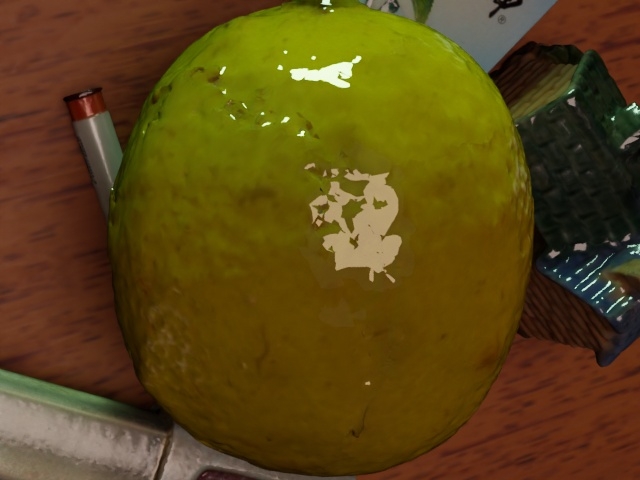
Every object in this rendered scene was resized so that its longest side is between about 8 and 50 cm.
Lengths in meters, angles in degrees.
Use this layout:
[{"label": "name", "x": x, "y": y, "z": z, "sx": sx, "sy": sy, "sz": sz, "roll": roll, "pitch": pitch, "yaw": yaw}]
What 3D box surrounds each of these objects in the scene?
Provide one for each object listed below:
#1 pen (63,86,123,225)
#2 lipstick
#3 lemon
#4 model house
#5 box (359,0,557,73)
[{"label": "pen", "x": -0.117, "y": 0.008, "z": 0.887, "sx": 0.026, "sy": 0.026, "sz": 0.218, "roll": -21, "pitch": 103, "yaw": -17}, {"label": "lipstick", "x": -0.107, "y": 0.142, "z": 0.880, "sx": 0.253, "sy": 0.077, "sz": 0.079, "roll": 21, "pitch": 89, "yaw": -20}, {"label": "lemon", "x": 0.000, "y": 0.002, "z": 0.810, "sx": 0.260, "sy": 0.260, "sz": 0.284, "roll": 21, "pitch": 108, "yaw": -21}, {"label": "model house", "x": 0.186, "y": -0.032, "z": 0.917, "sx": 0.166, "sy": 0.172, "sz": 0.183, "roll": -40, "pitch": 108, "yaw": -10}, {"label": "box", "x": 0.044, "y": -0.212, "z": 0.890, "sx": 0.142, "sy": 0.083, "sz": 0.232, "roll": -46, "pitch": 108, "yaw": -10}]
